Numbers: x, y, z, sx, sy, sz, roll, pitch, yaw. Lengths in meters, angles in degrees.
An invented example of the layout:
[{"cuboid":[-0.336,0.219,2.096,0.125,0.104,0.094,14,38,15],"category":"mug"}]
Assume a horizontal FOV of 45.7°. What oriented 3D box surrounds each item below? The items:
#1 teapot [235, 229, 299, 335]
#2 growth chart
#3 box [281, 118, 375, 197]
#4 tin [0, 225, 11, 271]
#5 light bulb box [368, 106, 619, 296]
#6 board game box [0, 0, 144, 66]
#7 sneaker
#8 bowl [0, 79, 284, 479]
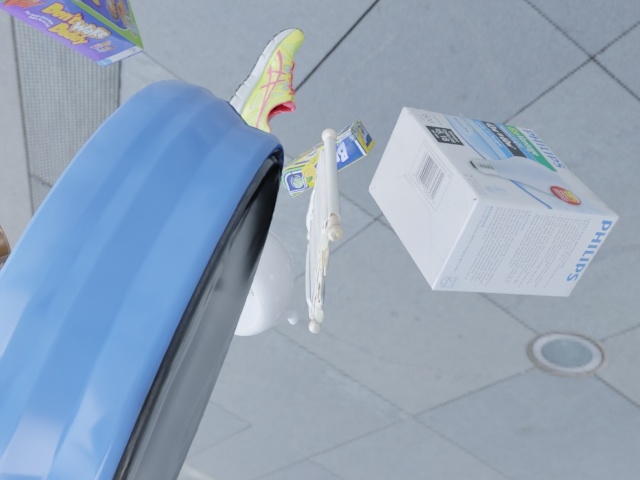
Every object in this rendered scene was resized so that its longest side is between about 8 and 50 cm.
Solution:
[{"cuboid":[-0.146,0.055,1.572,0.252,0.187,0.256,38,136,13],"category":"teapot"},{"cuboid":[0.000,0.000,0.823,0.021,0.172,0.237,2,147,-6],"category":"growth chart"},{"cuboid":[0.009,-0.142,1.318,0.169,0.059,0.054,-29,105,29],"category":"box"},{"cuboid":[-0.563,0.006,1.270,0.106,0.040,0.189,55,147,10],"category":"tin"},{"cuboid":[0.352,-0.080,1.609,0.361,0.358,0.225,4,126,-27],"category":"light bulb box"},{"cuboid":[-0.388,-0.410,1.080,0.078,0.233,0.347,-19,175,9],"category":"board game box"},{"cuboid":[-0.072,-0.251,1.242,0.094,0.208,0.081,30,169,0],"category":"sneaker"},{"cuboid":[-0.119,0.097,0.476,0.077,0.391,0.391,21,141,1],"category":"bowl"}]
